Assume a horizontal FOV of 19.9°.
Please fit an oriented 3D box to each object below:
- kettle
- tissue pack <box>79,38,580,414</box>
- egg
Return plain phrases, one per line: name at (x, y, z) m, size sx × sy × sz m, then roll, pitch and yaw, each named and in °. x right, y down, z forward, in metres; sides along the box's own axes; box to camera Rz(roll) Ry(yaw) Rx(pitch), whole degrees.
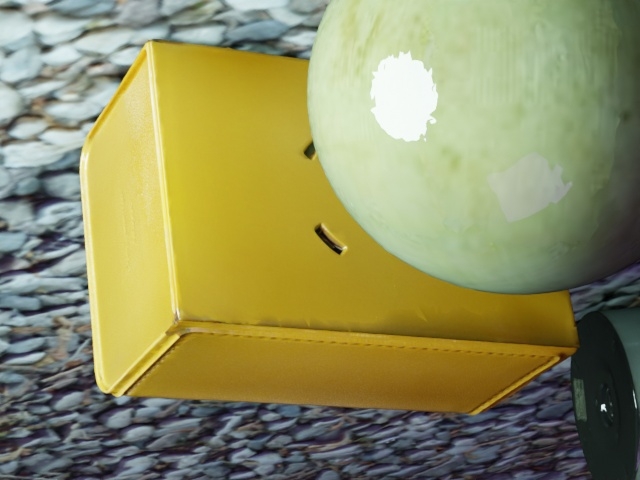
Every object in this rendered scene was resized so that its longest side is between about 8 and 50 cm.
kettle at (0.345, 0.127, 1.576) m, size 0.236 × 0.161 × 0.221 m, roll -7°, pitch 180°, yaw -10°
tissue pack at (0.000, 0.000, 1.164) m, size 0.274 × 0.194 × 0.145 m, roll 6°, pitch 153°, yaw -27°
egg at (0.120, -0.076, 1.024) m, size 0.218 × 0.218 × 0.295 m, roll -25°, pitch 160°, yaw 28°
